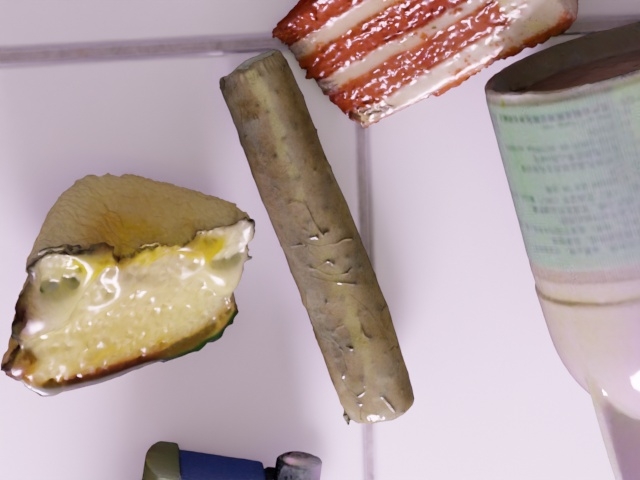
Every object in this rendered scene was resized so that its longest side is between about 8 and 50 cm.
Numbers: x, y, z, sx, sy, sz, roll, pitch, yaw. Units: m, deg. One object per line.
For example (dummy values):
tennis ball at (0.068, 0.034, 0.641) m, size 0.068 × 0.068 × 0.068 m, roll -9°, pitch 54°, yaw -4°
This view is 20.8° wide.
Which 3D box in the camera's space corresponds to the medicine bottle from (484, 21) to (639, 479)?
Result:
medicine bottle at (0.314, 0.014, 1.632) m, size 0.235 × 0.236 × 0.406 m, roll -19°, pitch 105°, yaw -6°

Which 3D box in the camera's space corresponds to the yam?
yam at (0.000, 0.000, 1.653) m, size 0.083 × 0.083 × 0.371 m, roll -21°, pitch 104°, yaw -5°

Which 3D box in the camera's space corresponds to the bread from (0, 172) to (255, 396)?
bread at (-0.199, 0.026, 1.591) m, size 0.251 × 0.133 × 0.174 m, roll -16°, pitch 139°, yaw -35°

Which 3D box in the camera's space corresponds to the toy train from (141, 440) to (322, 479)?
toy train at (-0.093, 0.341, 1.694) m, size 0.202 × 0.131 × 0.300 m, roll 8°, pitch 101°, yaw -5°

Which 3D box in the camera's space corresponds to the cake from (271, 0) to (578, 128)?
cake at (0.107, -0.210, 1.582) m, size 0.262 × 0.159 × 0.158 m, roll -42°, pitch 110°, yaw 2°
